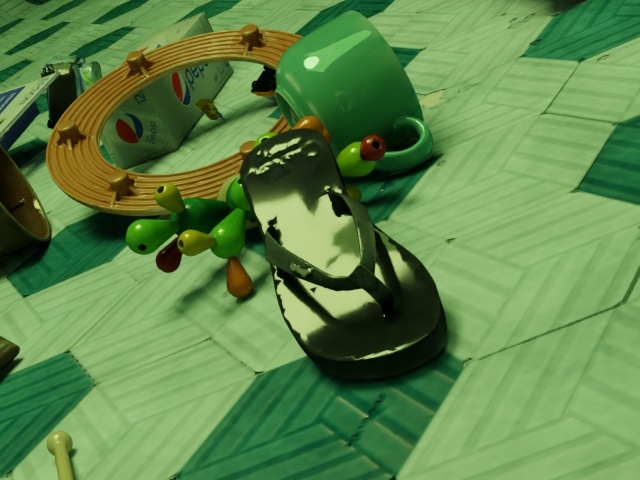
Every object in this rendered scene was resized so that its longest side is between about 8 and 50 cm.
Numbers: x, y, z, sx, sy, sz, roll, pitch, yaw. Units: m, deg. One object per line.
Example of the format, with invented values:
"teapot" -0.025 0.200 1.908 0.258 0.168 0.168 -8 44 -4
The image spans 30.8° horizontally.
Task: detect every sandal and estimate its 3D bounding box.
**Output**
"sandal" -0.001 0.000 0.792 0.097 0.054 0.254 -30 44 -4

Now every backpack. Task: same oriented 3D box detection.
"backpack" -0.374 -0.231 1.771 0.084 0.105 0.114 -4 21 -4

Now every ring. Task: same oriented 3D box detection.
"ring" -0.140 -0.145 1.264 0.337 0.032 0.336 -11 39 9

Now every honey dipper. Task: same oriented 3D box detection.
"honey dipper" -0.161 0.156 0.744 0.030 0.030 0.161 -29 19 -7

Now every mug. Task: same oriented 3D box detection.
"mug" 0.022 -0.126 1.045 0.097 0.129 0.158 -32 22 -7

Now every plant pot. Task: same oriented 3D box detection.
"plant pot" -0.413 -0.023 1.279 0.165 0.167 0.167 -34 21 3

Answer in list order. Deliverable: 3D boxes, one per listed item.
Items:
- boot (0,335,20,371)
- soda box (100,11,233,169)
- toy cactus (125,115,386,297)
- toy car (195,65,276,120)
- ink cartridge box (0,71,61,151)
"boot" -0.323 0.121 0.990 0.106 0.037 0.114 -3 32 18
"soda box" -0.205 -0.201 1.517 0.091 0.098 0.286 -18 23 20
"toy cactus" -0.053 -0.029 0.985 0.219 0.112 0.180 -31 3 -7
"toy car" -0.087 -0.182 1.413 0.122 0.040 0.060 -11 47 28
"ink cartridge box" -0.534 -0.102 1.654 0.307 0.072 0.303 -9 35 31
